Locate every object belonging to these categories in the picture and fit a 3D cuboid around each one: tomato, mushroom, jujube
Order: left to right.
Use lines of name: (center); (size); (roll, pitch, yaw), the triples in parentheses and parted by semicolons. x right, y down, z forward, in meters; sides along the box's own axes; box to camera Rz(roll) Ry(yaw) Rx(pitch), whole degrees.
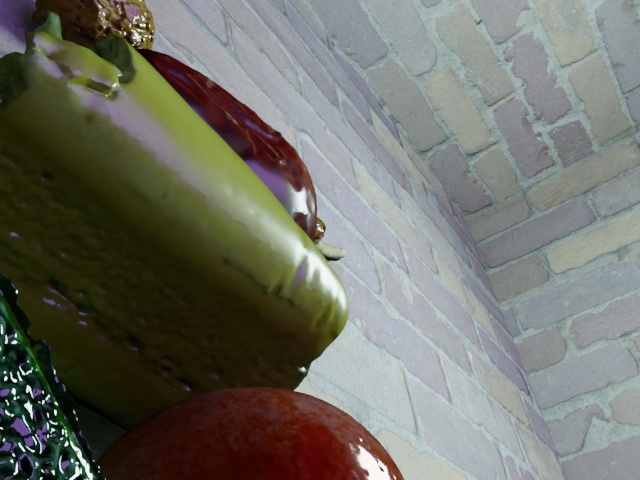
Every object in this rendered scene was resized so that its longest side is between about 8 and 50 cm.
jujube: (-0.142, -0.075, 0.750); (0.318, 0.223, 0.223); (43, 27, -33)
tomato: (-0.051, 0.228, 0.436); (0.265, 0.264, 0.265); (50, 23, -30)
mushroom: (0.000, 0.000, 1.220); (0.061, 0.060, 0.187); (55, 6, 28)

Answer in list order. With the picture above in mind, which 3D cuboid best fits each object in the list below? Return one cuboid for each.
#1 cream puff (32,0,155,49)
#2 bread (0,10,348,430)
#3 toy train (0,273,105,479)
cream puff: (-0.276, -0.267, 0.782); (0.143, 0.126, 0.103); (20, 61, -50)
bread: (-0.157, 0.014, 0.550); (0.376, 0.251, 0.208); (46, 8, -31)
toy train: (-0.220, 0.125, 0.310); (0.243, 0.188, 0.132); (61, 19, 2)
